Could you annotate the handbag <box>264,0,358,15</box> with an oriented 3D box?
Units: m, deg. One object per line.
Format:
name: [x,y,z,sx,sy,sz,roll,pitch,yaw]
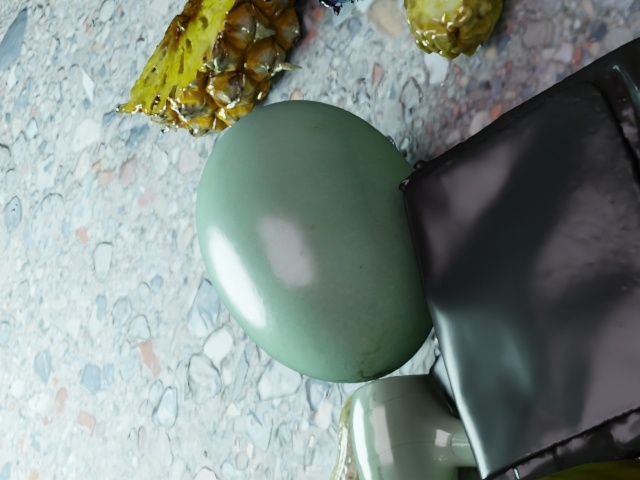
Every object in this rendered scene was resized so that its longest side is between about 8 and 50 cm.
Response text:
handbag: [0.016,-0.278,1.092,0.260,0.113,0.162,122,150,-74]

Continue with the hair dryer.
hair dryer: [0.132,0.175,0.960,0.237,0.075,0.206,-20,77,35]

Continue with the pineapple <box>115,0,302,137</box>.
pineapple: [-0.081,-0.173,1.252,0.135,0.079,0.233,44,115,44]

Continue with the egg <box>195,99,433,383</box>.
egg: [0.000,0.000,1.055,0.168,0.168,0.231,-50,52,29]

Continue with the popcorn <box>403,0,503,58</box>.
popcorn: [0.096,-0.175,1.072,0.083,0.057,0.082,4,91,46]

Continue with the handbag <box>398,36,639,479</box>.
handbag: [0.171,0.020,0.907,0.223,0.080,0.247,-31,59,31]

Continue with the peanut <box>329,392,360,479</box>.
peanut: [0.032,0.162,1.074,0.054,0.054,0.113,-4,75,48]

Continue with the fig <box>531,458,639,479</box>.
fig: [0.157,0.285,0.714,0.343,0.343,0.343,-14,71,46]
